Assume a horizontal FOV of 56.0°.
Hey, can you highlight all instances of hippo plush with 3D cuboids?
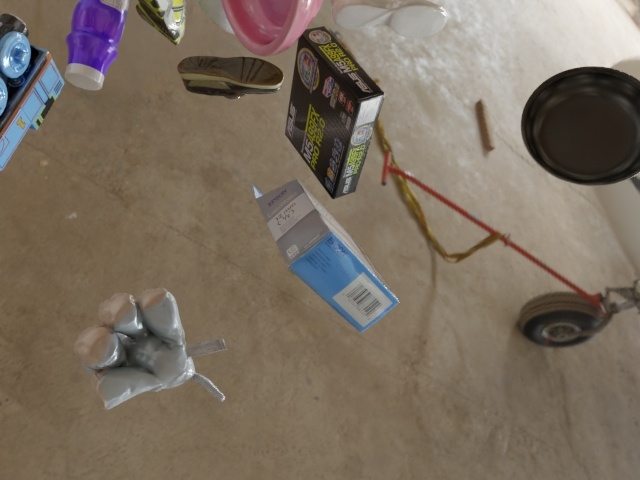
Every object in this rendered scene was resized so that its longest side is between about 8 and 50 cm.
[{"bbox_3d":[-0.379,0.215,1.271,0.294,0.236,0.234,3,86,-31],"label":"hippo plush"}]

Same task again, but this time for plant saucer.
[{"bbox_3d":[-0.081,-0.482,1.005,0.084,0.332,0.332,-16,75,-28],"label":"plant saucer"}]

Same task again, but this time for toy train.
[{"bbox_3d":[-0.316,-0.120,0.557,0.080,0.105,0.184,17,68,6],"label":"toy train"}]

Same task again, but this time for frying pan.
[{"bbox_3d":[0.460,-0.157,0.873,0.053,0.326,0.197,57,44,-68],"label":"frying pan"}]

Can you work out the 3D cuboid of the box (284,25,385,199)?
[{"bbox_3d":[0.017,-0.248,1.205,0.060,0.270,0.216,-21,60,-25],"label":"box"}]

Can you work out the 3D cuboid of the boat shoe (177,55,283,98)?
[{"bbox_3d":[-0.123,-0.226,0.846,0.152,0.049,0.056,12,55,11],"label":"boat shoe"}]

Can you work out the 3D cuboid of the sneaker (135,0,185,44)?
[{"bbox_3d":[-0.399,-0.638,1.582,0.145,0.384,0.147,37,84,-7],"label":"sneaker"}]

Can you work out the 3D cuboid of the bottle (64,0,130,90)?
[{"bbox_3d":[-0.411,-0.423,1.126,0.092,0.118,0.283,15,75,-27],"label":"bottle"}]

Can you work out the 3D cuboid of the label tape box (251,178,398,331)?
[{"bbox_3d":[0.000,0.000,1.283,0.249,0.115,0.348,45,10,-35],"label":"label tape box"}]

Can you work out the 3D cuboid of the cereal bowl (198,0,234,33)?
[{"bbox_3d":[-0.145,-0.667,1.578,0.141,0.339,0.339,51,39,10],"label":"cereal bowl"}]

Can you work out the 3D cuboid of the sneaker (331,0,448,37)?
[{"bbox_3d":[0.122,-0.420,1.057,0.212,0.080,0.094,3,63,-16],"label":"sneaker"}]
